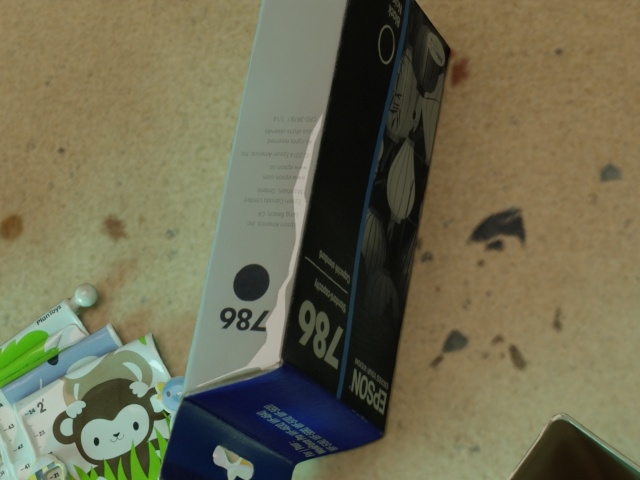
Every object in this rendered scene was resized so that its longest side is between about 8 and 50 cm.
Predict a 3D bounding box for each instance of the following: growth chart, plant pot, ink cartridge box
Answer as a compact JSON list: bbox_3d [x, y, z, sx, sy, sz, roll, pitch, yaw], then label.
[{"bbox_3d":[-0.146,0.140,1.064,0.172,0.021,0.237,-40,60,4],"label":"growth chart"},{"bbox_3d":[0.148,0.173,0.871,0.109,0.096,0.109,35,88,31],"label":"plant pot"},{"bbox_3d":[0.000,0.000,0.968,0.065,0.165,0.332,4,73,25],"label":"ink cartridge box"}]
